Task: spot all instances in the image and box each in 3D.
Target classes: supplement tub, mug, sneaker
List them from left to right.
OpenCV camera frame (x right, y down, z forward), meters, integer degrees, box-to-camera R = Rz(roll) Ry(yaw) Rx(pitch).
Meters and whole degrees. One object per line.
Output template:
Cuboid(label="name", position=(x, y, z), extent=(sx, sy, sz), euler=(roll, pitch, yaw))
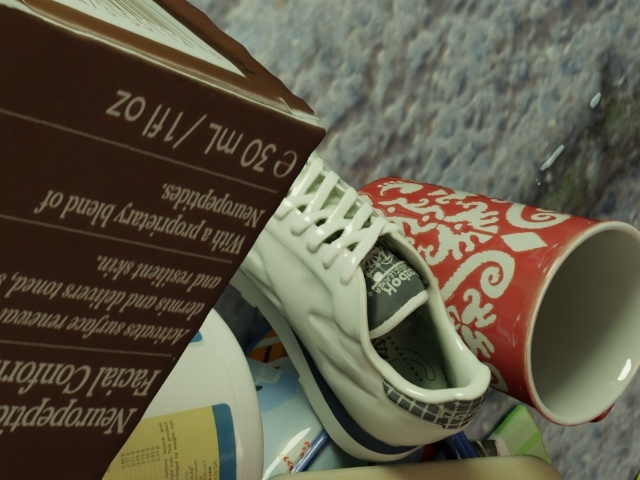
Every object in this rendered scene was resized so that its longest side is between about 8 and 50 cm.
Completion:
Cuboid(label="supplement tub", position=(-0.142, 0.099, 0.733), extent=(0.199, 0.144, 0.144), euler=(-8, 109, -37))
Cuboid(label="sneaker", position=(0.000, 0.000, 0.811), extent=(0.090, 0.095, 0.235), euler=(-38, 87, -26))
Cuboid(label="mug", position=(0.093, 0.042, 0.925), extent=(0.113, 0.169, 0.150), euler=(-25, 121, -36))

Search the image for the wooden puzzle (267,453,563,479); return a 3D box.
Cuboid(label="wooden puzzle", position=(0.023, 0.229, 0.853), extent=(0.221, 0.044, 0.239), euler=(3, 105, -43))

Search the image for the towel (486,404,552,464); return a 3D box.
Cuboid(label="towel", position=(0.113, 0.201, 1.101), extent=(0.152, 0.023, 0.113), euler=(-46, 131, -23))

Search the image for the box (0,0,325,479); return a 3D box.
Cuboid(label="box", position=(-0.183, 0.070, 0.510), extent=(0.381, 0.143, 0.191), euler=(-56, 155, 11))

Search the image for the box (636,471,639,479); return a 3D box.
Cuboid(label="box", position=(0.260, 0.230, 1.229), extent=(0.059, 0.054, 0.169), euler=(35, 79, -44))

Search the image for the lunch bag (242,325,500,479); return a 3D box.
Cuboid(label="lunch bag", position=(-0.018, 0.205, 0.914), extent=(0.303, 0.115, 0.243), euler=(-46, 130, -19))
